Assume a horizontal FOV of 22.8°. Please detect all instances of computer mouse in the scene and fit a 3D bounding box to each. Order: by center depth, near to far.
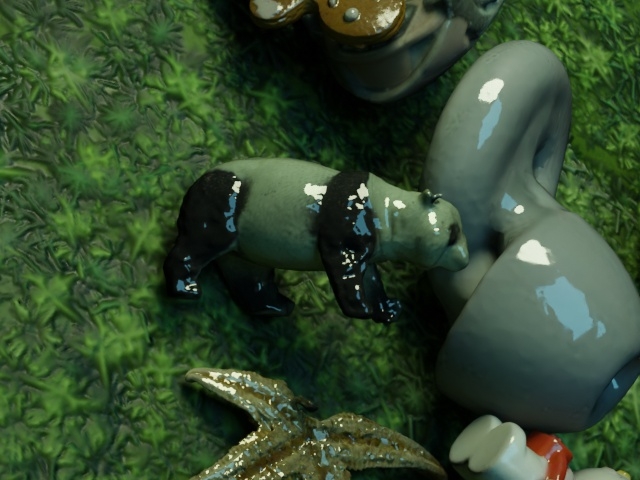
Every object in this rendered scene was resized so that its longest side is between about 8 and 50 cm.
[{"bbox_3d":[0.097,-0.284,1.386,0.115,0.199,0.389,34,60,-45],"label":"computer mouse"}]

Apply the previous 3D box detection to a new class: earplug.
[{"bbox_3d":[0.169,-0.003,1.296,0.214,0.175,0.325,32,51,-65],"label":"earplug"}]

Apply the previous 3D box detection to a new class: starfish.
[{"bbox_3d":[-0.006,0.183,1.199,0.247,0.050,0.138,23,61,-20],"label":"starfish"}]

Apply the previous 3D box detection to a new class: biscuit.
[{"bbox_3d":[-0.011,-0.226,1.299,0.138,0.031,0.205,-37,61,-21],"label":"biscuit"}]

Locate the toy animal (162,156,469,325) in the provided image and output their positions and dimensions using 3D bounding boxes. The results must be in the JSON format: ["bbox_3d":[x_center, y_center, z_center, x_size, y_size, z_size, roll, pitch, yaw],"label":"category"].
[{"bbox_3d":[0.000,0.000,1.207,0.094,0.225,0.121,28,68,-73],"label":"toy animal"}]

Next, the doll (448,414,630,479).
[{"bbox_3d":[0.220,0.251,1.248,0.290,0.161,0.130,44,77,-16],"label":"doll"}]
